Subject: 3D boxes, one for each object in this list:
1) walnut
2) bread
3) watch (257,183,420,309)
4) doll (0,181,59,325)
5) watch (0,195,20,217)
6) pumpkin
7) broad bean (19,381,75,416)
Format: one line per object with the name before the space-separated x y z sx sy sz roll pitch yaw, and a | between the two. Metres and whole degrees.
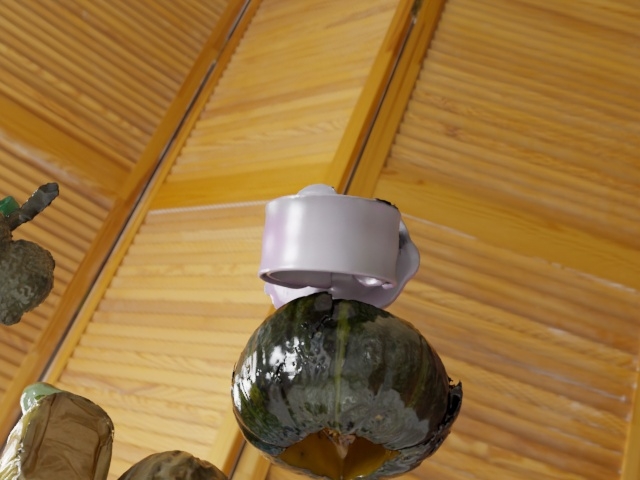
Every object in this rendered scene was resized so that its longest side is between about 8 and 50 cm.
walnut | -0.212 0.398 0.955 0.198 0.245 0.198 11 138 10
bread | -0.354 0.299 0.942 0.132 0.190 0.114 32 117 -19
watch | 0.000 0.000 0.998 0.248 0.211 0.217 1 167 26
doll | -0.453 -0.012 0.917 0.091 0.203 0.286 -3 158 27
watch | -0.603 -0.057 1.191 0.131 0.165 0.152 -18 128 20
pumpkin | 0.027 0.217 0.995 0.320 0.192 0.320 6 141 5
broad bean | -0.473 0.325 1.283 0.169 0.100 0.228 48 150 -3
